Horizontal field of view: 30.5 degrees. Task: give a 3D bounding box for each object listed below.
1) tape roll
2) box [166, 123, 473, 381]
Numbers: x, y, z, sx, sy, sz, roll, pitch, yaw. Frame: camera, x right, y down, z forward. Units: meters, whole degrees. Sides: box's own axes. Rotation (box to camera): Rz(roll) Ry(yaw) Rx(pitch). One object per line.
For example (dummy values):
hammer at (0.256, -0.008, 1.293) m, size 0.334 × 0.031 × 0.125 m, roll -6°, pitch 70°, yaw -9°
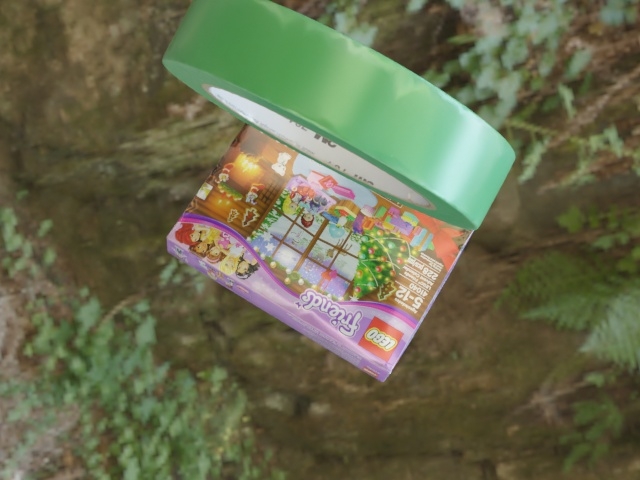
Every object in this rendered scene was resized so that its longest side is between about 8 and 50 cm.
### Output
tape roll at (0.015, -0.115, 1.059) m, size 0.077 × 0.321 × 0.321 m, roll -63°, pitch 166°, yaw -1°
box at (0.000, 0.000, 1.343) m, size 0.201 × 0.293 × 0.057 m, roll -58°, pitch 176°, yaw -19°
